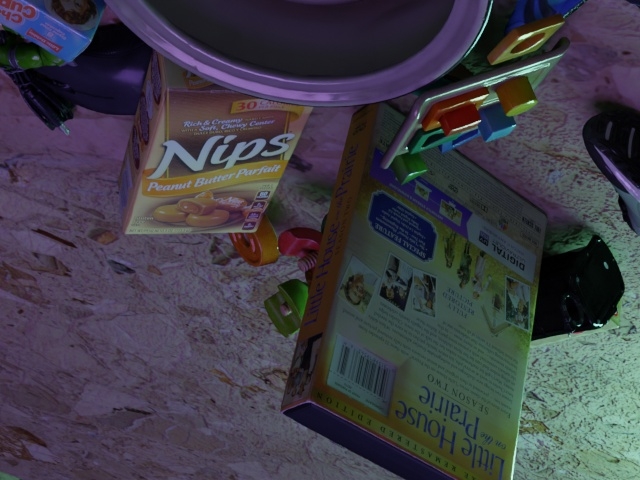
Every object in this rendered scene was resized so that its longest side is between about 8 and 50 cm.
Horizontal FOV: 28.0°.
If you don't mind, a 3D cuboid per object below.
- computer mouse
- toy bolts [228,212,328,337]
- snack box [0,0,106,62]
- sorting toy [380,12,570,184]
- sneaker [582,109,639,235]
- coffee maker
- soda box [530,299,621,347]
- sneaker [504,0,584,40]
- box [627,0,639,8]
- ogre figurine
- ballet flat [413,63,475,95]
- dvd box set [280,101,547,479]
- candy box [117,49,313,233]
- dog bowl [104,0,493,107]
[{"bbox_3d":[-0.279,-0.197,1.592,0.272,0.072,0.188,-2,144,24],"label":"computer mouse"},{"bbox_3d":[0.000,0.000,1.782,0.218,0.158,0.228,59,154,5],"label":"toy bolts"},{"bbox_3d":[-0.351,-0.339,1.290,0.322,0.187,0.060,30,145,-24],"label":"snack box"},{"bbox_3d":[0.170,-0.137,1.390,0.196,0.047,0.348,-24,169,-15],"label":"sorting toy"},{"bbox_3d":[0.391,-0.055,1.533,0.108,0.100,0.271,-14,139,45],"label":"sneaker"},{"bbox_3d":[0.289,0.075,1.713,0.178,0.120,0.171,-18,175,40],"label":"coffee maker"},{"bbox_3d":[0.337,0.105,1.837,0.181,0.058,0.061,-19,135,40],"label":"soda box"},{"bbox_3d":[0.238,-0.268,1.304,0.082,0.069,0.209,50,152,1],"label":"sneaker"},{"bbox_3d":[0.181,-0.454,0.732,0.471,0.297,0.480,25,134,-19],"label":"box"},{"bbox_3d":[-0.339,-0.274,1.480,0.118,0.097,0.197,16,115,16],"label":"ogre figurine"},{"bbox_3d":[0.072,-0.211,1.433,0.232,0.073,0.080,10,167,-3],"label":"ballet flat"},{"bbox_3d":[0.128,0.077,1.533,0.307,0.420,0.062,31,144,-26],"label":"dvd box set"},{"bbox_3d":[-0.134,-0.122,1.574,0.182,0.088,0.316,-2,151,-20],"label":"candy box"},{"bbox_3d":[-0.024,-0.314,1.240,0.408,0.150,0.408,11,148,7],"label":"dog bowl"}]
